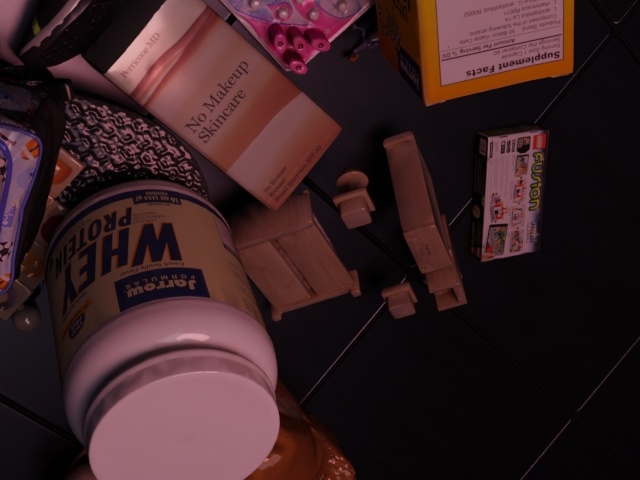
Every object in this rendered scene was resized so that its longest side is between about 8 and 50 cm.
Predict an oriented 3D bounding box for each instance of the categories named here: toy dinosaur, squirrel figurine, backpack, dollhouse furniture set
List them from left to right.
[{"bbox_3d":[-0.434,-0.072,1.112,0.263,0.213,0.276,20,115,-4],"label":"backpack"},{"bbox_3d":[-0.167,0.359,1.459,0.370,0.281,0.397,-45,120,4],"label":"squirrel figurine"},{"bbox_3d":[0.000,0.000,1.519,0.355,0.174,0.303,-17,142,12],"label":"dollhouse furniture set"},{"bbox_3d":[0.076,-0.276,1.449,0.090,0.047,0.082,24,117,-42],"label":"toy dinosaur"}]

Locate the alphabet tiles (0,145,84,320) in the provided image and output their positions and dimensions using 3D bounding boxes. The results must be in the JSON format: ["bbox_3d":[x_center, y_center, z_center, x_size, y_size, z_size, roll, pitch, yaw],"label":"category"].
[{"bbox_3d":[-0.458,-0.060,1.225,0.342,0.011,0.285,40,105,-22],"label":"alphabet tiles"}]

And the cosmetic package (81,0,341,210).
[{"bbox_3d":[-0.135,-0.189,1.326,0.296,0.129,0.153,37,92,-32],"label":"cosmetic package"}]

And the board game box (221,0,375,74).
[{"bbox_3d":[-0.007,-0.455,1.276,0.390,0.050,0.390,-40,123,9],"label":"board game box"}]

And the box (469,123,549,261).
[{"bbox_3d":[0.297,-0.074,1.638,0.114,0.036,0.207,-9,114,-23],"label":"box"}]

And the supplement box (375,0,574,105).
[{"bbox_3d":[0.172,-0.373,1.232,0.194,0.195,0.357,-13,122,-9],"label":"supplement box"}]

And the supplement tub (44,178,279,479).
[{"bbox_3d":[-0.182,0.109,1.178,0.235,0.325,0.235,-11,130,-13],"label":"supplement tub"}]

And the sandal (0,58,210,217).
[{"bbox_3d":[-0.328,-0.128,1.285,0.445,0.107,0.167,30,99,-19],"label":"sandal"}]

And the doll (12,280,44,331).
[{"bbox_3d":[-0.413,0.043,1.334,0.129,0.046,0.189,-35,128,-20],"label":"doll"}]

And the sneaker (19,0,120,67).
[{"bbox_3d":[-0.292,-0.312,1.244,0.097,0.084,0.235,45,103,10],"label":"sneaker"}]
